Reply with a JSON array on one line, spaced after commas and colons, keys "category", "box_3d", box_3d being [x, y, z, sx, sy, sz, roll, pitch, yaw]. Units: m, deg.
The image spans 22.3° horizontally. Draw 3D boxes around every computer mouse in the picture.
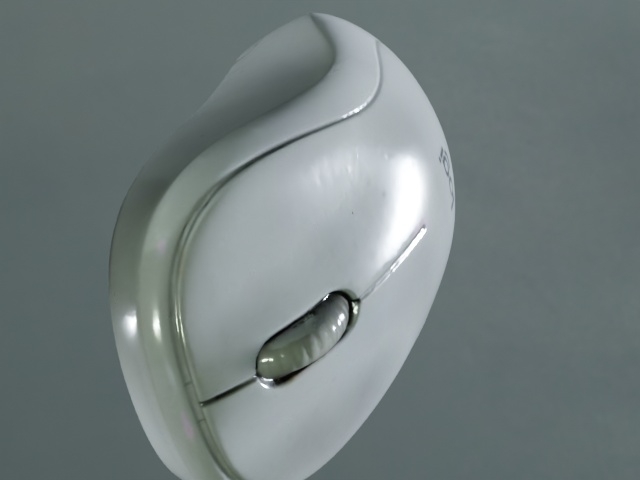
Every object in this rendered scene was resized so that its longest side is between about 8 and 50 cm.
[{"category": "computer mouse", "box_3d": [0.000, 0.000, 0.825, 0.121, 0.184, 0.297, -3, -154, 18]}]
